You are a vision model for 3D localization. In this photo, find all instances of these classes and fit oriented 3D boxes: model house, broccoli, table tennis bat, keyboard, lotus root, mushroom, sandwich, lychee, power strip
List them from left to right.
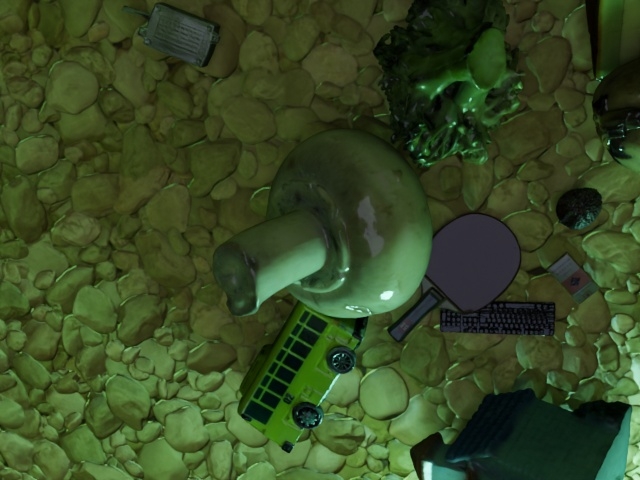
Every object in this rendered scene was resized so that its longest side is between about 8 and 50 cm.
[{"bbox_3d":[-0.247,-0.345,1.469,0.175,0.042,0.075,23,108,2],"label":"power strip"},{"bbox_3d":[0.000,0.000,1.375,0.314,0.336,0.314,26,130,36],"label":"mushroom"},{"bbox_3d":[0.219,0.072,1.529,0.154,0.021,0.274,44,102,-3],"label":"table tennis bat"},{"bbox_3d":[0.216,-0.256,1.326,0.247,0.245,0.288,-15,103,-17],"label":"broccoli"},{"bbox_3d":[0.304,0.134,1.545,0.195,0.018,0.060,0,104,8],"label":"keyboard"},{"bbox_3d":[0.329,0.405,1.539,0.329,0.252,0.295,13,133,27],"label":"model house"},{"bbox_3d":[0.415,-0.052,1.448,0.083,0.068,0.067,-29,59,-2],"label":"lychee"},{"bbox_3d":[0.459,-0.312,1.309,0.117,0.187,0.144,-11,98,12],"label":"sandwich"},{"bbox_3d":[0.562,-0.197,1.333,0.309,0.183,0.183,-8,105,10],"label":"lotus root"}]

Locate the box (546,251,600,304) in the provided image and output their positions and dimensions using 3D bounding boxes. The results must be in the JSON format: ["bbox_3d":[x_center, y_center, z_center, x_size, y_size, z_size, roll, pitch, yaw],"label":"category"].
[{"bbox_3d":[0.425,0.064,1.509,0.046,0.012,0.083,-42,95,16],"label":"box"}]

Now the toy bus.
[{"bbox_3d":[-0.035,0.220,1.561,0.150,0.128,0.262,30,107,-2],"label":"toy bus"}]
